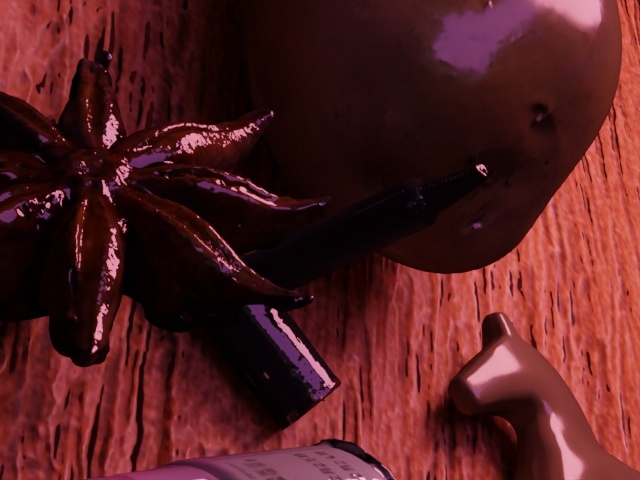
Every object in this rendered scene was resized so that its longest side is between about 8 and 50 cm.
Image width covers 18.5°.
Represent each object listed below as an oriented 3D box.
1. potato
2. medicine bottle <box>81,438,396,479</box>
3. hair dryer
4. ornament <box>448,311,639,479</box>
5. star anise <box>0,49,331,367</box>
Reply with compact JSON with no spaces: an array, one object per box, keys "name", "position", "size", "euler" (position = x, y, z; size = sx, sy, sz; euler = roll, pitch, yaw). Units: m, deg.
[{"name":"potato","position":[0.067,-0.143,1.255],"size":[0.243,0.221,0.326],"euler":[2,48,-6]},{"name":"medicine bottle","position":[-0.048,0.168,0.949],"size":[0.168,0.135,0.135],"euler":[2,59,-47]},{"name":"hair dryer","position":[-0.005,-0.014,1.098],"size":[0.173,0.195,0.050],"euler":[50,25,0]},{"name":"ornament","position":[0.173,0.175,1.246],"size":[0.230,0.061,0.245],"euler":[26,44,-28]},{"name":"star anise","position":[-0.122,-0.002,1.024],"size":[0.272,0.102,0.272],"euler":[8,36,-6]}]
